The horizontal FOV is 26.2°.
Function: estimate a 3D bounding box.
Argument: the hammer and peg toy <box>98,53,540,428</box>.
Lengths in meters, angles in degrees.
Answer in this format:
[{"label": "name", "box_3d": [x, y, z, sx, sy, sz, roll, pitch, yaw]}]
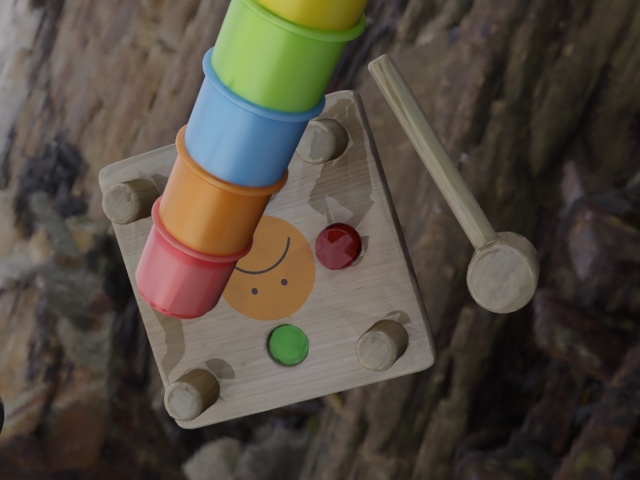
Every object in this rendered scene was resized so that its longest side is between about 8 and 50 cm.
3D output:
[{"label": "hammer and peg toy", "box_3d": [0.000, 0.000, 1.205, 0.127, 0.361, 0.266, -29, -78, -73]}]

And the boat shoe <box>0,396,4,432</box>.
[{"label": "boat shoe", "box_3d": [-0.315, 0.193, 1.038, 0.206, 0.075, 0.065, -44, 20, -15]}]

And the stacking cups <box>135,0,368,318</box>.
[{"label": "stacking cups", "box_3d": [-0.051, -0.079, 0.895, 0.096, 0.096, 0.316, -92, 25, -56]}]
